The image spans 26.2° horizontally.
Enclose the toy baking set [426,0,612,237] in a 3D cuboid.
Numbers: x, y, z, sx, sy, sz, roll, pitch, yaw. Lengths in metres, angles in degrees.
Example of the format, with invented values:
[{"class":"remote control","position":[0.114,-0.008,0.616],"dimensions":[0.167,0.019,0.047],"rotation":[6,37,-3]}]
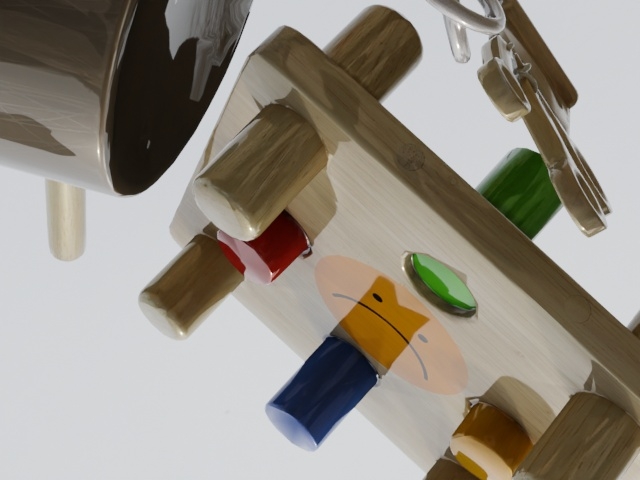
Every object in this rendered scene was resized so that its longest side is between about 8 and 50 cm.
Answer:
[{"class":"toy baking set","position":[0.055,-0.107,0.519],"dimensions":[0.256,0.030,0.197],"rotation":[43,-159,-42]}]

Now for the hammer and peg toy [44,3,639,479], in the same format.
[{"class":"hammer and peg toy","position":[0.000,0.000,0.684],"dimensions":[0.361,0.266,0.127],"rotation":[42,-113,2]}]

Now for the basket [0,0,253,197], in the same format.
[{"class":"basket","position":[-0.140,-0.114,0.439],"dimensions":[0.226,0.154,0.204],"rotation":[21,-130,7]}]
